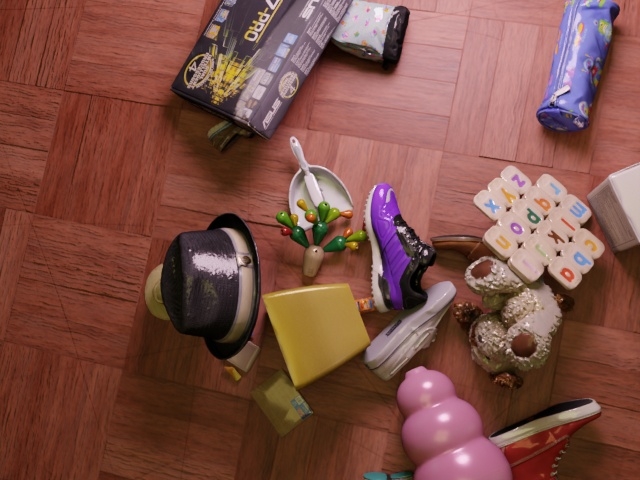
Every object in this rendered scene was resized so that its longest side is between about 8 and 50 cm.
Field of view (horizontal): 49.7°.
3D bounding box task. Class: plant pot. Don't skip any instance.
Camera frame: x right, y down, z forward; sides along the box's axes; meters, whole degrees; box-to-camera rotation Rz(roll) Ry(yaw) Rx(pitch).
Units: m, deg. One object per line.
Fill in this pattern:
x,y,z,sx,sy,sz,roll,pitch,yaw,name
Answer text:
-0.004,0.199,1.538,0.187,0.212,0.212,-20,80,-5,plant pot

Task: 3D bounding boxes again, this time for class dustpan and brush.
-0.026,-0.146,1.645,0.147,0.060,0.211,-23,80,6,dustpan and brush

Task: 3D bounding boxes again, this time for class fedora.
-0.262,0.097,1.535,0.152,0.334,0.334,7,83,-34,fedora

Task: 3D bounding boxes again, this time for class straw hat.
-0.375,0.121,1.674,0.144,0.061,0.144,-1,83,10,straw hat

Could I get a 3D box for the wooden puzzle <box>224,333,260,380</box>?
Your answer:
-0.189,0.270,1.651,0.078,0.014,0.116,37,91,7,wooden puzzle

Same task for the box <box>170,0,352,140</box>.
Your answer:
-0.144,-0.463,1.629,0.318,0.097,0.395,31,89,35,box

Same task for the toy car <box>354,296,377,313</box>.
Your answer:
0.105,0.113,1.604,0.060,0.040,0.122,6,85,10,toy car

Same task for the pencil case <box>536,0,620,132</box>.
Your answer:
0.569,-0.393,1.538,0.119,0.133,0.306,12,84,40,pencil case

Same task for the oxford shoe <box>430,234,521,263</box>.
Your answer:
0.351,0.026,1.559,0.212,0.076,0.076,8,98,12,oxford shoe

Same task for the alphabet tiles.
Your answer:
0.469,-0.031,1.488,0.278,0.021,0.284,43,55,11,alphabet tiles

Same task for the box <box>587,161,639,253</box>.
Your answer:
0.661,-0.071,1.432,0.127,0.232,0.149,-23,81,7,box

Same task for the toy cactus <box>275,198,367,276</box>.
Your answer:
0.000,0.000,1.601,0.219,0.112,0.180,9,108,-17,toy cactus

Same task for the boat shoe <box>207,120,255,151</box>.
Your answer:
-0.186,-0.280,1.692,0.183,0.066,0.066,-31,84,15,boat shoe

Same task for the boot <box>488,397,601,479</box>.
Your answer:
0.509,0.454,1.476,0.244,0.088,0.176,-29,80,14,boot

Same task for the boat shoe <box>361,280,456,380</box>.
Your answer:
0.215,0.207,1.552,0.267,0.096,0.088,-45,106,-3,boat shoe

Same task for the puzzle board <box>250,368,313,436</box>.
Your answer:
-0.090,0.381,1.622,0.096,0.011,0.128,-38,80,2,puzzle board

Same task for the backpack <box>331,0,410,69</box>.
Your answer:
0.108,-0.503,1.637,0.182,0.115,0.152,15,89,14,backpack

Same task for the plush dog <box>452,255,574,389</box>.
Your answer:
0.403,0.187,1.476,0.225,0.210,0.262,-55,46,39,plush dog

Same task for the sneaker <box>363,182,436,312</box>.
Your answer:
0.189,0.011,1.550,0.146,0.102,0.293,-7,87,32,sneaker

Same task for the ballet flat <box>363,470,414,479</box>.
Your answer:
0.153,0.542,1.549,0.114,0.041,0.041,-6,83,10,ballet flat

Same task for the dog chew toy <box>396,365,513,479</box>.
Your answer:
0.267,0.429,1.468,0.206,0.206,0.332,-24,72,6,dog chew toy
